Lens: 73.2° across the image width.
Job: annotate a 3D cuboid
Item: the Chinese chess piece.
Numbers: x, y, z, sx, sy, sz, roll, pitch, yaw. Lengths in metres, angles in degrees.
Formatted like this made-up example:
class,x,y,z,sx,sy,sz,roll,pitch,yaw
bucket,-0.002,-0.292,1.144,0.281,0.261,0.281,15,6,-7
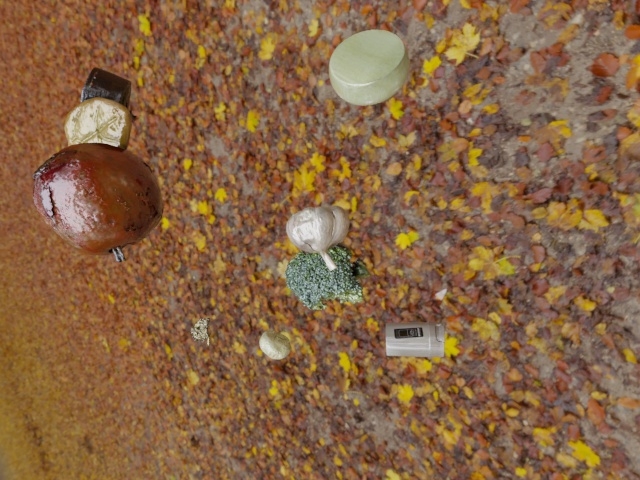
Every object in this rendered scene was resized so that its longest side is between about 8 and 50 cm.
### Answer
class,x,y,z,sx,sy,sz,roll,pitch,yaw
Chinese chess piece,0.150,-0.535,1.338,0.250,0.250,0.101,37,168,30

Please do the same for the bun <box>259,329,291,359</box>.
class,x,y,z,sx,sy,sz,roll,pitch,yaw
bun,-0.152,0.351,1.431,0.115,0.115,0.069,31,99,34

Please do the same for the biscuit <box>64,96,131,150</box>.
class,x,y,z,sx,sy,sz,roll,pitch,yaw
biscuit,-0.637,-0.309,1.234,0.260,0.041,0.203,-21,93,26

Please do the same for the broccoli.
class,x,y,z,sx,sy,sz,roll,pitch,yaw
broccoli,0.030,0.158,1.876,0.338,0.317,0.277,130,136,-52

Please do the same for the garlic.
class,x,y,z,sx,sy,sz,roll,pitch,yaw
garlic,0.000,0.000,1.401,0.218,0.218,0.212,-28,69,45

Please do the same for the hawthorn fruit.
class,x,y,z,sx,sy,sz,roll,pitch,yaw
hawthorn fruit,-0.563,-0.112,1.125,0.316,0.316,0.316,16,114,40

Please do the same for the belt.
class,x,y,z,sx,sy,sz,roll,pitch,yaw
belt,-0.716,-0.446,1.473,0.289,0.164,0.184,-27,52,62

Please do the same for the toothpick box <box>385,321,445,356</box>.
class,x,y,z,sx,sy,sz,roll,pitch,yaw
toothpick box,0.302,0.317,1.380,0.180,0.111,0.111,-2,104,10

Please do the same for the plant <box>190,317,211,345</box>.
class,x,y,z,sx,sy,sz,roll,pitch,yaw
plant,-0.531,0.425,1.991,0.104,0.116,0.122,-3,129,40
